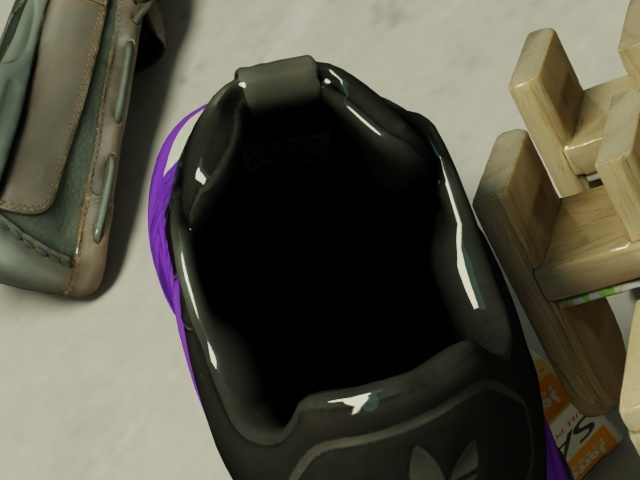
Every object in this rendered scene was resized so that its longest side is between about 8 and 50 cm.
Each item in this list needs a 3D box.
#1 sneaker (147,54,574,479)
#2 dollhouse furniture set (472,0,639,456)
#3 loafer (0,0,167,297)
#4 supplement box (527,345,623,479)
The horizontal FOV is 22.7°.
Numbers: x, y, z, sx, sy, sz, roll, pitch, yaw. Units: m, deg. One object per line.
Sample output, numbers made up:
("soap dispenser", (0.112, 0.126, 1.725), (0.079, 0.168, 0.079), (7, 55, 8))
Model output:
("sneaker", (0.001, 0.000, 0.471), (0.102, 0.146, 0.293), (-21, 35, -5))
("dollhouse furniture set", (0.169, 0.023, 0.441), (0.212, 0.161, 0.242), (-18, 26, 27))
("loafer", (-0.118, -0.085, 0.784), (0.096, 0.084, 0.268), (-45, 24, 50))
("supplement box", (0.047, 0.057, 0.550), (0.062, 0.036, 0.098), (-47, 41, -3))
